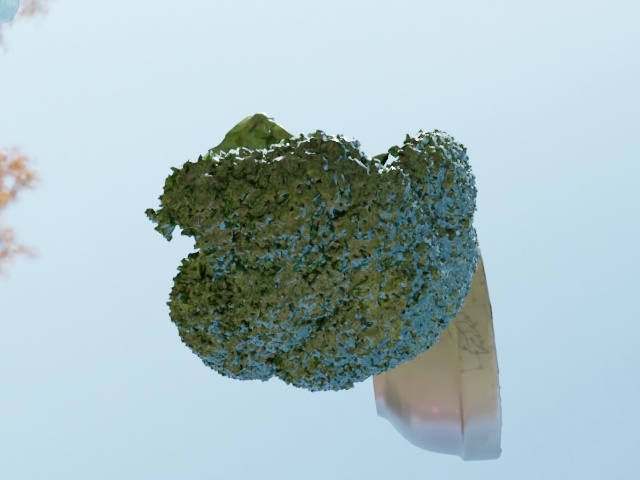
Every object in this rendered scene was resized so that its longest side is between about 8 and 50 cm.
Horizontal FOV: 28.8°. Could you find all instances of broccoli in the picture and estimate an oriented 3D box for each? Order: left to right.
[{"bbox_3d":[0.000,0.000,0.985,0.269,0.261,0.241,-39,-131,-9],"label":"broccoli"}]

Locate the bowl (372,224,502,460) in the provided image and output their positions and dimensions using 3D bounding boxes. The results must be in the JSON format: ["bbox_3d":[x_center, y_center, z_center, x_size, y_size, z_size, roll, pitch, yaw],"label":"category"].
[{"bbox_3d":[0.130,0.129,1.512,0.143,0.287,0.287,-7,-121,2],"label":"bowl"}]

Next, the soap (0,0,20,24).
[{"bbox_3d":[-0.448,-0.238,1.169,0.446,0.261,0.156,-109,-138,-84],"label":"soap"}]
